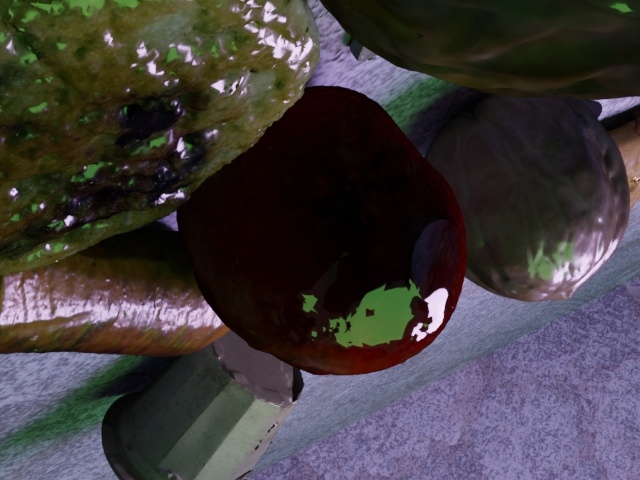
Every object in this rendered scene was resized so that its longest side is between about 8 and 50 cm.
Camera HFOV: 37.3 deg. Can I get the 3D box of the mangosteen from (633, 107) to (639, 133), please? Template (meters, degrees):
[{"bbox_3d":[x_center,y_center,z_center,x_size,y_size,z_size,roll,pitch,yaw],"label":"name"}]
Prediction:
[{"bbox_3d":[0.493,-0.169,1.153,0.217,0.192,0.192,-13,166,14],"label":"mangosteen"}]

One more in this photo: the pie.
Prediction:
[{"bbox_3d":[-0.147,-0.056,0.493,0.323,0.071,0.323,-22,159,-9],"label":"pie"}]

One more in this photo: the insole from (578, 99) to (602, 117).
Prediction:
[{"bbox_3d":[0.318,-0.157,1.178,0.053,0.002,0.152,-40,160,26],"label":"insole"}]

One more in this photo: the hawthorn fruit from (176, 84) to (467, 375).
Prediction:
[{"bbox_3d":[0.000,0.000,0.772,0.210,0.230,0.266,-53,180,-10],"label":"hawthorn fruit"}]

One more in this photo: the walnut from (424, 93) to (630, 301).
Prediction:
[{"bbox_3d":[0.206,-0.044,0.959,0.224,0.224,0.224,-27,162,-10],"label":"walnut"}]

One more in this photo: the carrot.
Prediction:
[{"bbox_3d":[-0.175,0.041,0.765,0.114,0.114,0.301,-38,158,23],"label":"carrot"}]

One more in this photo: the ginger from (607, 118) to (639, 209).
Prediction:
[{"bbox_3d":[0.440,-0.124,1.314,0.363,0.122,0.348,-1,145,-46],"label":"ginger"}]

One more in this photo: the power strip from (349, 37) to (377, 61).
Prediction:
[{"bbox_3d":[0.044,-0.164,0.710,0.027,0.017,0.083,-24,161,-22],"label":"power strip"}]

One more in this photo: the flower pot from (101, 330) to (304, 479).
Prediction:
[{"bbox_3d":[-0.127,0.214,1.175,0.202,0.212,0.212,-47,157,23],"label":"flower pot"}]

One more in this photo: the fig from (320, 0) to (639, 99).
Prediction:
[{"bbox_3d":[0.126,-0.126,0.404,0.286,0.369,0.286,-19,166,-5],"label":"fig"}]
